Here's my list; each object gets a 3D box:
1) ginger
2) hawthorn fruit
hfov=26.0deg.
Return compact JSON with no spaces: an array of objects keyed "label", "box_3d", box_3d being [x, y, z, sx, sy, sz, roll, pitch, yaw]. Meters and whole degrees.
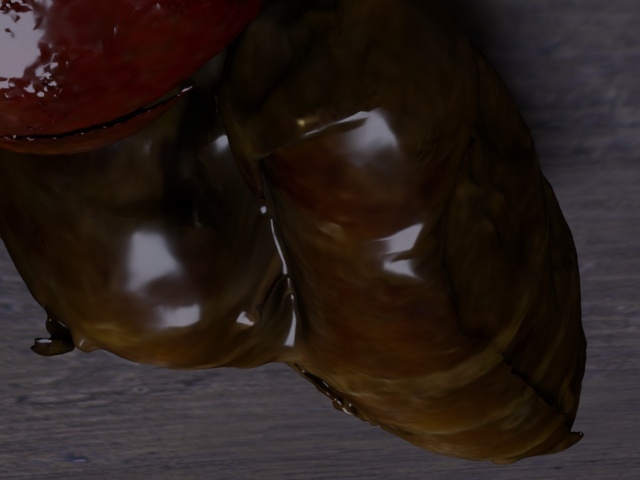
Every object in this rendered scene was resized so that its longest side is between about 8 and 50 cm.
[{"label":"ginger","box_3d":[0.000,0.000,0.670,0.254,0.176,0.418,-4,160,24]},{"label":"hawthorn fruit","box_3d":[-0.070,-0.104,0.409,0.172,0.148,0.148,-25,159,2]}]
